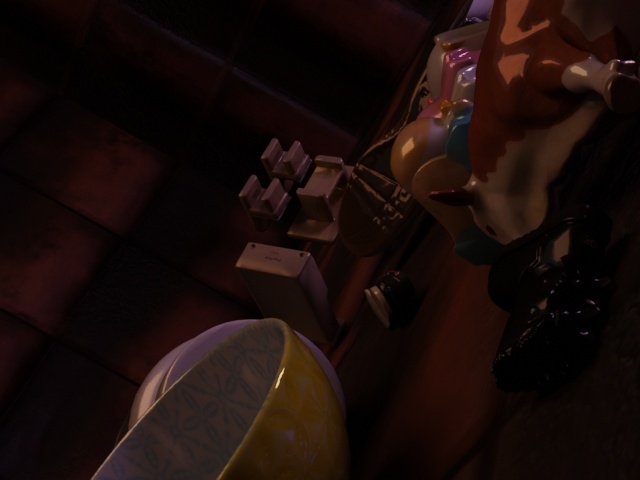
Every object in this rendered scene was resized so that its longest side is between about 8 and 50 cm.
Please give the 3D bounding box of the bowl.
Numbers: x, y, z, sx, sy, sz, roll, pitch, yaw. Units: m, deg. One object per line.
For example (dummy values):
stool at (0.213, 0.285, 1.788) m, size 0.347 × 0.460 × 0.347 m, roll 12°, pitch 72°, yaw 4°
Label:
bowl at (-0.068, 0.213, 0.746) m, size 0.289 × 0.156 × 0.289 m, roll -44°, pitch 14°, yaw 14°

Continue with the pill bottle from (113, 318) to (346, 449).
pill bottle at (-0.104, 0.211, 1.067) m, size 0.204 × 0.204 × 0.361 m, roll -62°, pitch 3°, yaw -25°

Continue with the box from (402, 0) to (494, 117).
box at (0.232, -0.321, 1.740) m, size 0.231 × 0.056 × 0.183 m, roll -56°, pitch 5°, yaw 44°

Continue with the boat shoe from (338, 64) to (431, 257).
boat shoe at (0.130, -0.103, 1.255) m, size 0.098 × 0.109 × 0.302 m, roll 5°, pitch -57°, yaw -50°

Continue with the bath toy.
bath toy at (0.139, -0.100, 0.891) m, size 0.151 × 0.129 × 0.348 m, roll -14°, pitch 19°, yaw 11°

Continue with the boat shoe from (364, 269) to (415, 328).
boat shoe at (0.074, 0.062, 1.084) m, size 0.042 × 0.049 × 0.133 m, roll -33°, pitch -7°, yaw -7°

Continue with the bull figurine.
bull figurine at (0.165, -0.134, 0.625) m, size 0.188 × 0.101 × 0.310 m, roll 6°, pitch 83°, yaw 67°

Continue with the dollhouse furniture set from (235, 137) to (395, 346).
dollhouse furniture set at (0.000, 0.000, 1.444) m, size 0.242 × 0.212 × 0.161 m, roll -62°, pitch -34°, yaw -30°

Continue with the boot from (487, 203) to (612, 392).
boot at (0.122, 0.042, 0.588) m, size 0.099 × 0.045 × 0.121 m, roll -66°, pitch 7°, yaw -31°
